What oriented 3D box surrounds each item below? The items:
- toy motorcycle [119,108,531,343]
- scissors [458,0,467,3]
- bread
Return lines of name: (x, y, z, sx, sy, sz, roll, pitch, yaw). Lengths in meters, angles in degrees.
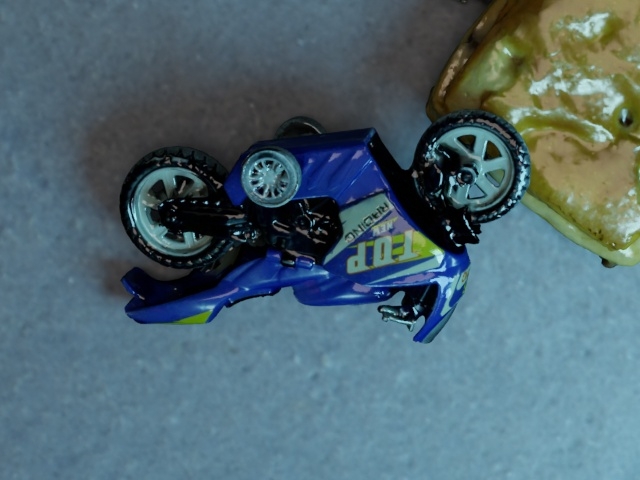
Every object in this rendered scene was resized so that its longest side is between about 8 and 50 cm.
toy motorcycle: (0.000, 0.000, 0.968, 0.315, 0.113, 0.169, -6, 107, 14)
scissors: (0.063, -0.216, 0.994, 0.119, 0.014, 0.058, 36, 97, 0)
bread: (0.216, -0.121, 0.961, 0.210, 0.099, 0.235, 38, 96, -3)
